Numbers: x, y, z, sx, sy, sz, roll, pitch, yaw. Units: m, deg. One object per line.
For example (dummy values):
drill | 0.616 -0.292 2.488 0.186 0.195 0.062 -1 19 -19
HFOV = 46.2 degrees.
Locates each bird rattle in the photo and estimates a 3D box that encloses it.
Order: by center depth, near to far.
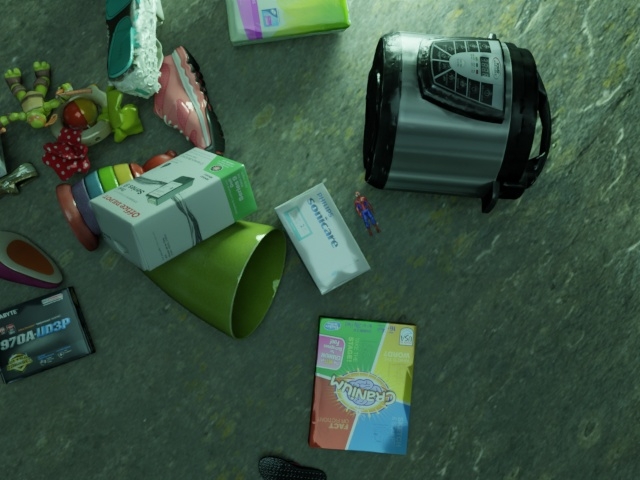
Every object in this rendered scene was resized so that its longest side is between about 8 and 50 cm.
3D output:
bird rattle | -0.563 -0.272 1.801 0.253 0.143 0.207 -38 61 -4

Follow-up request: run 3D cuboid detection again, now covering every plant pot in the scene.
plant pot | -0.270 0.055 1.754 0.294 0.275 0.274 19 88 16

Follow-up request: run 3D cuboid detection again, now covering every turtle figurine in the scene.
turtle figurine | -0.662 -0.331 1.766 0.270 0.087 0.217 -26 51 1

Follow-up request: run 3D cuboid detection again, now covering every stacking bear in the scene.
stacking bear | -0.459 -0.113 1.788 0.289 0.164 0.175 -25 90 -7

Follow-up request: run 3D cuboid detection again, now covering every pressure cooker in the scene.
pressure cooker | 0.320 -0.285 1.723 0.421 0.375 0.369 6 113 -3

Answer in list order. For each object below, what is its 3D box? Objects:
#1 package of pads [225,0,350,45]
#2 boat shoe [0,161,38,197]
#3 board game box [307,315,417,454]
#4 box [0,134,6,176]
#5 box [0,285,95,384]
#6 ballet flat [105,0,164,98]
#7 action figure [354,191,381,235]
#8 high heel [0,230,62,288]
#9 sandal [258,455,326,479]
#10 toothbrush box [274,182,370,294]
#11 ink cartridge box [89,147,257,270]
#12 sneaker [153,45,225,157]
package of pads | -0.088 -0.611 1.829 0.297 0.101 0.229 -8 96 -4
boat shoe | -0.747 -0.135 1.822 0.135 0.050 0.045 -39 85 -3
board game box | 0.102 0.352 1.840 0.242 0.064 0.316 5 88 -2
box | -0.899 -0.170 1.748 0.322 0.058 0.232 -25 49 -4
box | -0.679 0.228 1.815 0.220 0.051 0.175 -19 89 -2
ballet flat | -0.438 -0.510 1.797 0.147 0.147 0.408 -2 66 -3
action figure | 0.114 -0.069 1.871 0.038 0.030 0.115 -26 88 2
high heel | -0.817 0.057 1.810 0.377 0.127 0.181 29 119 -7
sandal | -0.072 0.571 1.844 0.179 0.040 0.067 19 93 -16
toothbrush box | 0.000 0.000 1.730 0.126 0.295 0.216 -29 91 -3
ink cartridge box | -0.321 -0.076 1.647 0.289 0.211 0.121 -33 126 -29
sneaker | -0.331 -0.306 1.830 0.136 0.116 0.313 -20 83 7
